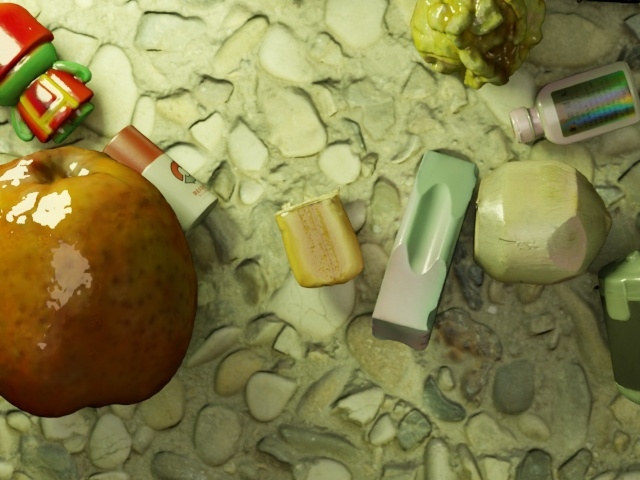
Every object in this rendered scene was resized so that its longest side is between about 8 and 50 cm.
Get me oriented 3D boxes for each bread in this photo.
[{"bbox_3d":[0.000,0.000,1.784,0.134,0.085,0.173,-17,93,5],"label":"bread"}]

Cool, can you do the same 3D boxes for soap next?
[{"bbox_3d":[0.186,0.013,1.712,0.109,0.193,0.323,18,71,8],"label":"soap"}]

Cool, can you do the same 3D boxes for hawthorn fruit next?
[{"bbox_3d":[-0.430,0.060,1.678,0.472,0.472,0.471,1,97,6],"label":"hawthorn fruit"}]

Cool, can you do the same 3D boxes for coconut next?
[{"bbox_3d":[0.380,-0.028,1.670,0.230,0.227,0.227,4,97,7],"label":"coconut"}]

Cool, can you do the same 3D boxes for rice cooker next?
[{"bbox_3d":[0.623,0.128,1.636,0.288,0.288,0.277,-9,95,7],"label":"rice cooker"}]

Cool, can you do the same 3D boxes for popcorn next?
[{"bbox_3d":[0.270,-0.366,1.640,0.259,0.259,0.212,-23,125,8],"label":"popcorn"}]

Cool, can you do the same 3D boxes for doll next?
[{"bbox_3d":[-0.577,-0.337,1.772,0.182,0.160,0.363,-43,90,10],"label":"doll"}]

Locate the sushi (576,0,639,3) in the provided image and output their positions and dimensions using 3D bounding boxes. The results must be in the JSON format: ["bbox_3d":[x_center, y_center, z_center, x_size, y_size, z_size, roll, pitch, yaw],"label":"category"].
[{"bbox_3d":[0.499,-0.506,1.627,0.204,0.213,0.200,-1,74,-7],"label":"sushi"}]

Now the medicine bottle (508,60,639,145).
[{"bbox_3d":[0.446,-0.232,1.711,0.219,0.078,0.115,-17,96,8],"label":"medicine bottle"}]

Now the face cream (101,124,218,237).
[{"bbox_3d":[-0.300,-0.111,1.799,0.214,0.096,0.096,41,99,1],"label":"face cream"}]
